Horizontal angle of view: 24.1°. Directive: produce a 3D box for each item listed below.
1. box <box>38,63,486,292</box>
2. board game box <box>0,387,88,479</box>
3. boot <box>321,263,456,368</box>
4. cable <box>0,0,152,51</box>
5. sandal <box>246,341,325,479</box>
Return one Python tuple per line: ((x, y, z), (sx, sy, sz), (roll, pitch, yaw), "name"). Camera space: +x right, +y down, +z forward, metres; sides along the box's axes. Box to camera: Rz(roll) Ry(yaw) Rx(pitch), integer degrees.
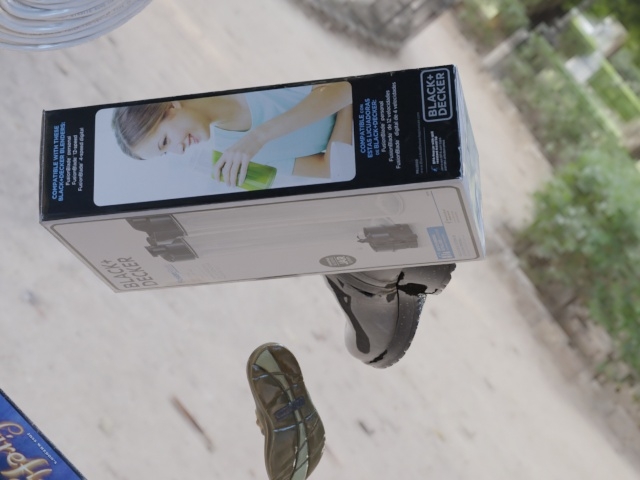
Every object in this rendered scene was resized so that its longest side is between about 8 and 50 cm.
((-0.035, -0.037, 1.064), (0.169, 0.290, 0.087), (62, 25, -68), "box")
((-0.200, 0.137, 0.972), (0.165, 0.042, 0.243), (43, -14, 14), "board game box")
((0.000, 0.000, 1.361), (0.223, 0.118, 0.338), (18, -27, -1), "boot")
((-0.269, -0.294, 1.519), (0.257, 0.257, 0.089), (33, 34, -64), "cable")
((-0.042, 0.177, 1.544), (0.049, 0.072, 0.180), (31, -39, 54), "sandal")
